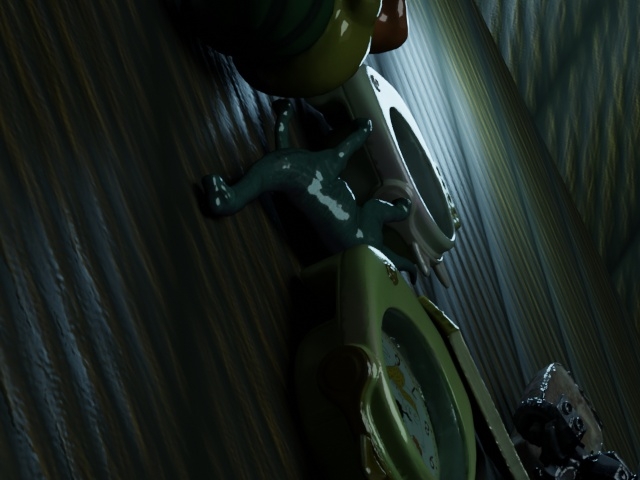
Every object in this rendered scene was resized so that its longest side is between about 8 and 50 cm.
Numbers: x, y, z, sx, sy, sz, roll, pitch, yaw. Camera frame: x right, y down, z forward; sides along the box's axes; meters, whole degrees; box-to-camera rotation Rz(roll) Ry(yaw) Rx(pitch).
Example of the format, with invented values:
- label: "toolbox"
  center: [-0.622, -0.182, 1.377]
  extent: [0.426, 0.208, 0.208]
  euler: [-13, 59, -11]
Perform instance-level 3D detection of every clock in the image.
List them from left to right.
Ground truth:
- label: "clock"
  center: [0.072, 0.196, 1.618]
  extent: [0.286, 0.117, 0.348]
  euler: [57, 21, -28]
- label: "clock"
  center: [0.097, -0.081, 2.016]
  extent: [0.324, 0.108, 0.265]
  euler: [70, 14, 17]

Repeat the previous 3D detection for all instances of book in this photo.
- label: "book"
  center: [0.211, 0.215, 1.939]
  extent: [0.263, 0.028, 0.374]
  euler: [64, 0, -5]

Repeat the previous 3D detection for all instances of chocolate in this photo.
- label: "chocolate"
  center: [0.365, 0.333, 2.274]
  extent: [0.185, 0.100, 0.303]
  euler: [61, 27, -15]

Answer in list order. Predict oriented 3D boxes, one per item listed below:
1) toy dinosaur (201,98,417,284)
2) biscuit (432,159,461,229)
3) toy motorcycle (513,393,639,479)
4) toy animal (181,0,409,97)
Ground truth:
- label: "toy dinosaur"
  center: [0.000, 0.000, 1.714]
  extent: [0.383, 0.129, 0.331]
  euler: [56, 30, -23]
- label: "biscuit"
  center: [0.191, -0.071, 2.425]
  extent: [0.139, 0.016, 0.231]
  euler: [68, 19, 1]
- label: "toy motorcycle"
  center: [0.402, 0.339, 2.094]
  extent: [0.270, 0.159, 0.106]
  euler: [57, 45, -16]
- label: "toy animal"
  center: [-0.040, -0.278, 1.763]
  extent: [0.338, 0.216, 0.191]
  euler: [17, 75, -62]
